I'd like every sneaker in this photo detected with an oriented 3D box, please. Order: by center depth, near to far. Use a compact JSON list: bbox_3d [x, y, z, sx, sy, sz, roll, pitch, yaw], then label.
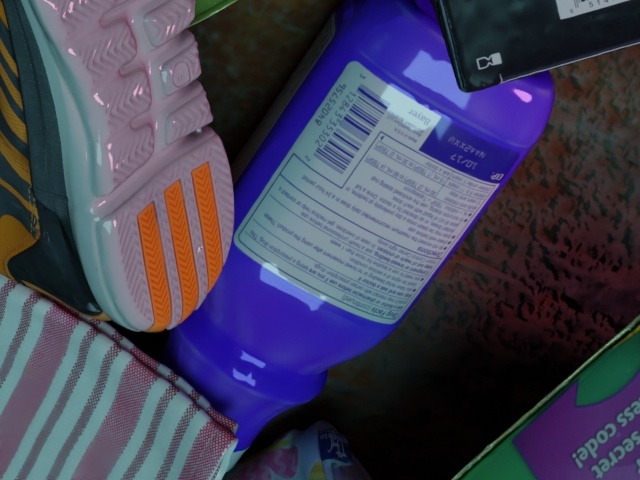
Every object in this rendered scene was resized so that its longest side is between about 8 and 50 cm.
[{"bbox_3d":[-0.149,-0.112,0.793,0.180,0.124,0.321,14,121,31],"label":"sneaker"}]

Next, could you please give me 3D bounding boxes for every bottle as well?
[{"bbox_3d":[0.000,0.000,0.923,0.118,0.092,0.283,28,115,-15],"label":"bottle"}]

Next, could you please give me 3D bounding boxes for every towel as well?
[{"bbox_3d":[-0.147,0.101,0.951,0.197,0.029,0.144,35,115,15],"label":"towel"}]

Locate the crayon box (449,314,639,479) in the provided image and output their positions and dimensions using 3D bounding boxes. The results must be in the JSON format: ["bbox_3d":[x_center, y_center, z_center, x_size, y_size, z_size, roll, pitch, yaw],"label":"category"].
[{"bbox_3d":[0.140,0.214,0.980,0.363,0.106,0.313,-45,145,19],"label":"crayon box"}]

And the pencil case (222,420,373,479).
[{"bbox_3d":[-0.080,0.211,1.024,0.273,0.124,0.113,-27,122,12],"label":"pencil case"}]

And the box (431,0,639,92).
[{"bbox_3d":[0.116,-0.158,0.801,0.156,0.158,0.093,-16,122,4],"label":"box"}]

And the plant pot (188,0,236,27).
[{"bbox_3d":[-0.067,-0.149,0.844,0.083,0.083,0.079,-27,107,11],"label":"plant pot"}]
